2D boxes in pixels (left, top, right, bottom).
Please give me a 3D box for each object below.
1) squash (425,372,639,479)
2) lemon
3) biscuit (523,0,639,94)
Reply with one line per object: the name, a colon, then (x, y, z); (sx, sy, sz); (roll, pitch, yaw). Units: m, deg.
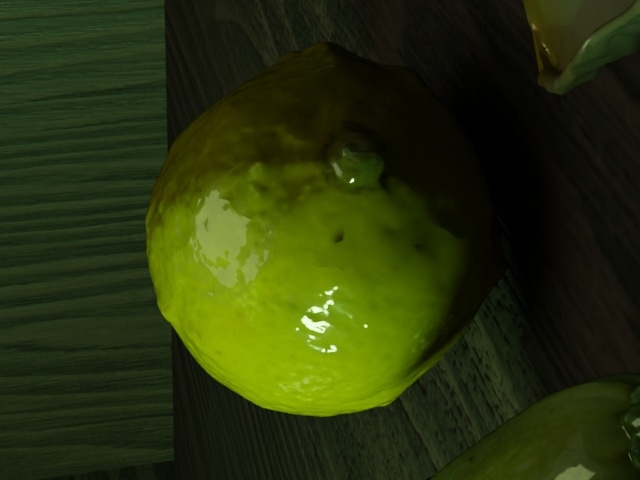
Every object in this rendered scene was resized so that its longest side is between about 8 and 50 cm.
squash: (0.119, 0.121, 0.541); (0.287, 0.137, 0.137); (108, 153, -47)
lemon: (0.000, 0.000, 0.729); (0.288, 0.233, 0.234); (100, 161, -71)
biscuit: (0.134, -0.283, 0.322); (0.429, 0.104, 0.446); (123, 137, -68)
